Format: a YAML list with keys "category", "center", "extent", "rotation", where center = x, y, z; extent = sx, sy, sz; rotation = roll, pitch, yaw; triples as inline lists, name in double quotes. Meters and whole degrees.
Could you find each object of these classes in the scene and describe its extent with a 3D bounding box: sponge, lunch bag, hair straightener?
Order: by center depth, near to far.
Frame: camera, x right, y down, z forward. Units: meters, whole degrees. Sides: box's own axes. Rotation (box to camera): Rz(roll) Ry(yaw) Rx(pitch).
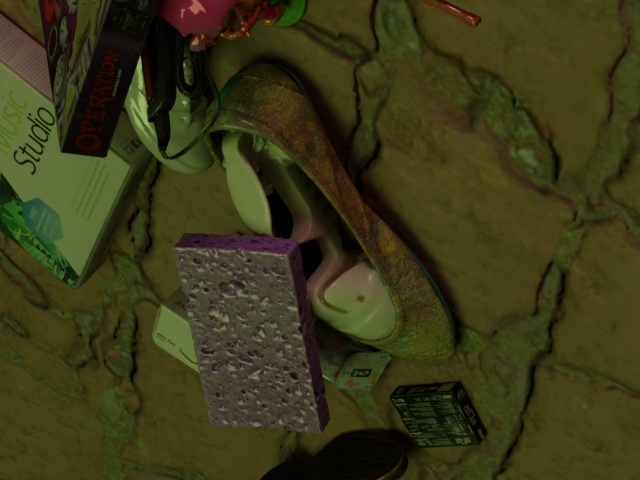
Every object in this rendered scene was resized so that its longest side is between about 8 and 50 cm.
- category: "hair straightener"
  center: [-0.132, -0.188, 1.771]
  extent: [0.089, 0.047, 0.230]
  rotation: [-6, 85, 35]
- category: "sponge"
  center: [-0.063, 0.089, 1.842]
  extent: [0.117, 0.031, 0.210]
  rotation: [4, 124, 20]
- category: "lunch bag"
  center: [0.026, 0.109, 1.964]
  extent: [0.083, 0.053, 0.071]
  rotation: [31, 140, 2]

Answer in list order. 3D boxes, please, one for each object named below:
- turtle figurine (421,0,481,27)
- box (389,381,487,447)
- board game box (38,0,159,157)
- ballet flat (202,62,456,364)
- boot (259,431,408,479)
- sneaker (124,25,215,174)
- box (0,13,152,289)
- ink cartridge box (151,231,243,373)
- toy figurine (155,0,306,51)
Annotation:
- category: "turtle figurine"
  center: [0.160, -0.271, 1.504]
  extent: [0.270, 0.087, 0.217]
  rotation: [1, 140, 32]
- category: "box"
  center: [0.117, 0.175, 1.969]
  extent: [0.083, 0.018, 0.067]
  rotation: [-10, 117, 43]
- category: "board game box"
  center: [-0.169, -0.263, 1.663]
  extent: [0.056, 0.208, 0.347]
  rotation: [9, 133, -18]
- category: "ballet flat"
  center: [0.000, 0.000, 1.845]
  extent: [0.123, 0.123, 0.348]
  rotation: [-15, 113, 45]
- category: "boot"
  center: [0.035, 0.268, 2.093]
  extent: [0.106, 0.082, 0.219]
  rotation: [39, 140, -28]
- category: "sneaker"
  center: [-0.138, -0.159, 1.859]
  extent: [0.094, 0.080, 0.212]
  rotation: [-13, 114, 32]
- category: "box"
  center: [-0.335, -0.120, 2.060]
  extent: [0.322, 0.058, 0.232]
  rotation: [39, 139, 7]
- category: "ink cartridge box"
  center: [-0.087, 0.069, 1.956]
  extent: [0.099, 0.135, 0.056]
  rotation: [32, 137, 13]
- category: "toy figurine"
  center: [-0.082, -0.220, 1.691]
  extent: [0.130, 0.159, 0.173]
  rotation: [25, 136, 21]
